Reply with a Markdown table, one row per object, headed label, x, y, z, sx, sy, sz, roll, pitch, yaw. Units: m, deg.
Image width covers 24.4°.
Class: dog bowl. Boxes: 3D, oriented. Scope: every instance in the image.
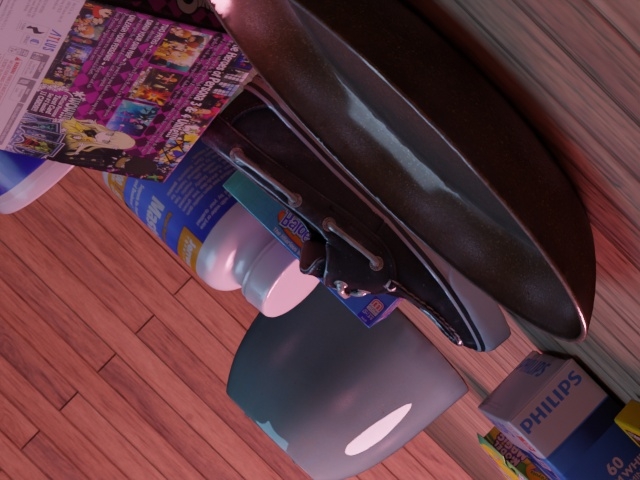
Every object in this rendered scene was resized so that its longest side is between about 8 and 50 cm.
| label | x | y | z | sx | sy | sz | roll | pitch | yaw |
| --- | --- | --- | --- | --- | --- | --- | --- | --- | --- |
| dog bowl | -0.340 | -0.163 | 1.813 | 0.104 | 0.265 | 0.265 | 44 | 175 | -21 |

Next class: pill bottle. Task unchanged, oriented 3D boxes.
| label | x | y | z | sx | sy | sz | roll | pitch | yaw |
| --- | --- | --- | --- | --- | --- | --- | --- | --- | --- |
| pill bottle | -0.119 | -0.037 | 1.748 | 0.272 | 0.152 | 0.152 | 43 | 174 | 22 |

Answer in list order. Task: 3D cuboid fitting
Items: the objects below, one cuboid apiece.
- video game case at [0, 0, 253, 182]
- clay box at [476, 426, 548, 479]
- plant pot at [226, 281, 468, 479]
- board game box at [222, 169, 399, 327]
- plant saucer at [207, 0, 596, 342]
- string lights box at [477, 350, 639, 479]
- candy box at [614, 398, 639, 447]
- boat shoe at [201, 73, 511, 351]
| label | x | y | z | sx | sy | sz | roll | pitch | yaw |
| --- | --- | --- | --- | --- | --- | --- | --- | --- | --- |
| video game case | -0.171 | -0.123 | 1.036 | 0.210 | 0.042 | 0.232 | 13 | 153 | -20 |
| clay box | 0.284 | 0.310 | 1.910 | 0.127 | 0.053 | 0.222 | 41 | 172 | 35 |
| plant pot | 0.015 | 0.186 | 2.009 | 0.293 | 0.235 | 0.293 | 44 | 175 | 5 |
| board game box | 0.000 | 0.000 | 1.562 | 0.210 | 0.047 | 0.160 | 43 | -174 | 5 |
| plant saucer | 0.051 | -0.065 | 0.852 | 0.310 | 0.050 | 0.310 | 43 | 174 | 6 |
| string lights box | 0.257 | 0.209 | 1.226 | 0.259 | 0.077 | 0.133 | 45 | 176 | -2 |
| candy box | 0.283 | 0.170 | 1.012 | 0.105 | 0.027 | 0.206 | 42 | 175 | -13 |
| boat shoe | 0.028 | -0.002 | 1.195 | 0.301 | 0.102 | 0.108 | 46 | 174 | -17 |
